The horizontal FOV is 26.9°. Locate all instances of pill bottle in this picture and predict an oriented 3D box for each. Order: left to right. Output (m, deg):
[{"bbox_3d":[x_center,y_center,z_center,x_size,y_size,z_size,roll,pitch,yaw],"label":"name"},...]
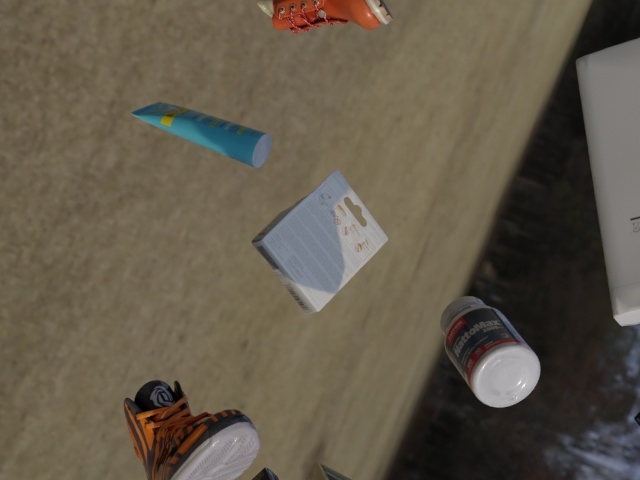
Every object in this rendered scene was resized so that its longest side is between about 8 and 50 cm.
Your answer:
[{"bbox_3d":[0.248,0.161,2.017,0.180,0.108,0.108,-123,-132,-59],"label":"pill bottle"}]

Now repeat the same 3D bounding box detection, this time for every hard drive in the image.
[{"bbox_3d":[0.433,-0.092,1.559,0.047,0.233,0.353,38,43,-52],"label":"hard drive"}]

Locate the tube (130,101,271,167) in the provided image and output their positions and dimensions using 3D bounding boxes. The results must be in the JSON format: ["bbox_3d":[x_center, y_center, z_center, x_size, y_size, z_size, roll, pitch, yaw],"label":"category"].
[{"bbox_3d":[-0.173,-0.163,1.969,0.080,0.207,0.052,-26,133,-61],"label":"tube"}]

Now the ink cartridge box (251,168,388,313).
[{"bbox_3d":[0.000,0.000,2.033,0.179,0.145,0.045,-45,-164,-30],"label":"ink cartridge box"}]

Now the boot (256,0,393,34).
[{"bbox_3d":[0.002,-0.207,1.180,0.084,0.158,0.059,-44,128,-3],"label":"boot"}]

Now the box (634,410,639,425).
[{"bbox_3d":[0.529,0.278,2.061,0.067,0.018,0.083,-53,-146,16],"label":"box"}]

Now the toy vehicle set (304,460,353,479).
[{"bbox_3d":[0.071,0.334,1.540,0.035,0.166,0.267,-61,-174,-1],"label":"toy vehicle set"}]

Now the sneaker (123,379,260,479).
[{"bbox_3d":[-0.190,0.255,1.773,0.124,0.180,0.321,-14,157,-31],"label":"sneaker"}]

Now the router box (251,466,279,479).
[{"bbox_3d":[-0.112,0.447,2.212,0.122,0.038,0.092,-43,-153,4],"label":"router box"}]
